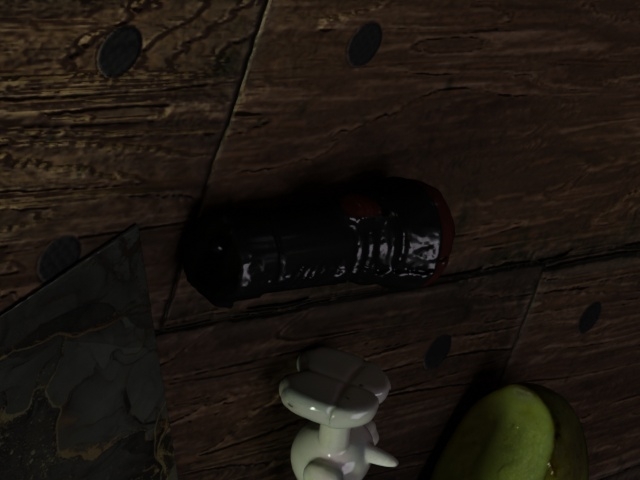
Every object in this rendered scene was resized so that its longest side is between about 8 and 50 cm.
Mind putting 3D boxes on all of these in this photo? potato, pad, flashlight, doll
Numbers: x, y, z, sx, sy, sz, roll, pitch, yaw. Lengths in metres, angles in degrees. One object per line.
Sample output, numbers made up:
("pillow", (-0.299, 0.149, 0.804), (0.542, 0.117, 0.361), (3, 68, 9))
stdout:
("potato", (0.173, 0.263, 1.870), (0.176, 0.141, 0.298), (-25, 128, -49))
("pad", (-0.204, 0.181, 1.429), (0.247, 0.007, 0.367), (-35, 142, -29))
("flashlight", (0.000, 0.000, 1.464), (0.232, 0.093, 0.093), (-5, 122, -47))
("doll", (-0.018, 0.237, 1.620), (0.271, 0.144, 0.208), (88, 26, -47))
